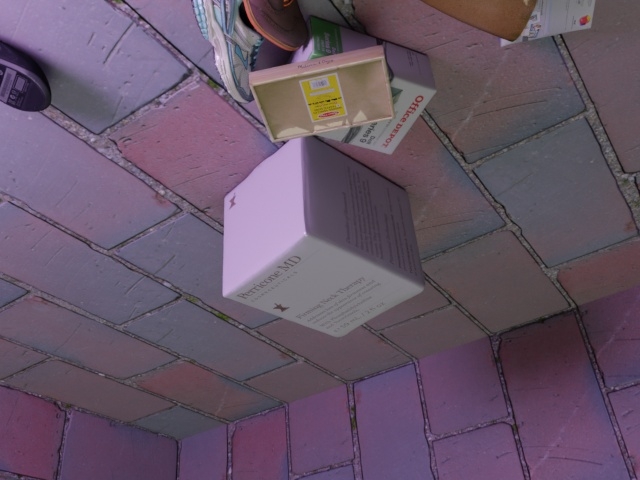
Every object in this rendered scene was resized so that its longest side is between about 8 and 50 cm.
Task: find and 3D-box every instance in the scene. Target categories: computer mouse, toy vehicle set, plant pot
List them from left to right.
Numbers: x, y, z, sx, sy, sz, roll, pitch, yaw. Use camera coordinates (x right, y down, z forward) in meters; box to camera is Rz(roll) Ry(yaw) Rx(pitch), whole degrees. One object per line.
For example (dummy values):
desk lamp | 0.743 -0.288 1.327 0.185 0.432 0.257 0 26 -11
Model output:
computer mouse | -0.659 -0.362 1.315 0.272 0.072 0.188 31 134 -24
toy vehicle set | 0.008 -0.288 1.318 0.267 0.035 0.166 -10 143 7
plant pot | 0.245 -0.492 1.142 0.254 0.237 0.237 13 144 1

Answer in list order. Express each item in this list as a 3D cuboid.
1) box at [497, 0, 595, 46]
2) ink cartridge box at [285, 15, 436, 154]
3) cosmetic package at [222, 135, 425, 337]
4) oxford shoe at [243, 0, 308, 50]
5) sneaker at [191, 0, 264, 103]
box | 0.454 -0.475 1.325 0.186 0.038 0.145 -10 145 8
ink cartridge box | 0.071 -0.323 1.414 0.289 0.121 0.211 11 141 -21
cosmetic package | 0.000 0.000 1.689 0.394 0.327 0.329 25 135 -34
oxford shoe | -0.084 -0.449 1.195 0.098 0.097 0.271 15 159 37
sneaker | -0.156 -0.388 1.307 0.122 0.110 0.283 -14 144 6
